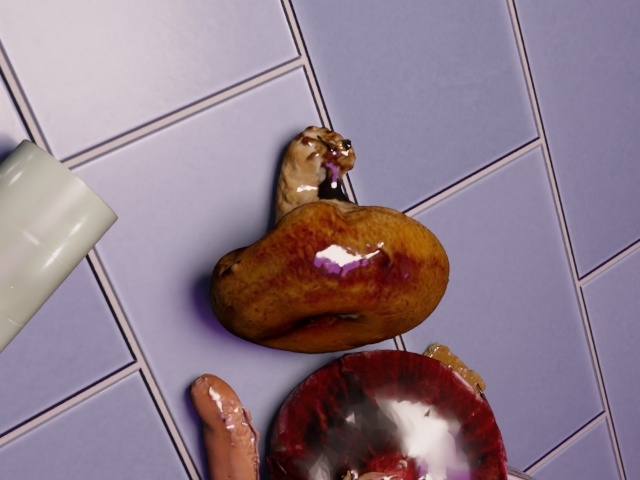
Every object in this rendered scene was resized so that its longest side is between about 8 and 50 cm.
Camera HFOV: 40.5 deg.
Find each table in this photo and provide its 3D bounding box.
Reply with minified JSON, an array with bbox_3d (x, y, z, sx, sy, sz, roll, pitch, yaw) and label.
[{"bbox_3d":[-0.320,0.021,0.862,0.220,0.126,0.126,-50,120,-12],"label":"table"}]

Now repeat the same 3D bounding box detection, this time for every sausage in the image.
[{"bbox_3d":[-0.110,0.306,1.076,0.078,0.078,0.304,-12,103,-28],"label":"sausage"}]

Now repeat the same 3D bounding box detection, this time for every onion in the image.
[{"bbox_3d":[0.083,0.283,1.070,0.314,0.232,0.313,0,83,0],"label":"onion"}]

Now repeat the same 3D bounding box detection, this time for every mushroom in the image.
[{"bbox_3d":[0.017,0.032,1.036,0.267,0.267,0.254,51,40,-28],"label":"mushroom"}]

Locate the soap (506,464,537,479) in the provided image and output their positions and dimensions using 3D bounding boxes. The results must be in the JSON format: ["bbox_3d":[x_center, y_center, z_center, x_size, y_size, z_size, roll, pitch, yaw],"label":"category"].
[{"bbox_3d":[0.242,0.348,1.274,0.149,0.100,0.056,27,84,-31],"label":"soap"}]

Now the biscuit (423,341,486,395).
[{"bbox_3d":[0.138,0.265,1.239,0.131,0.025,0.230,43,78,-30],"label":"biscuit"}]
